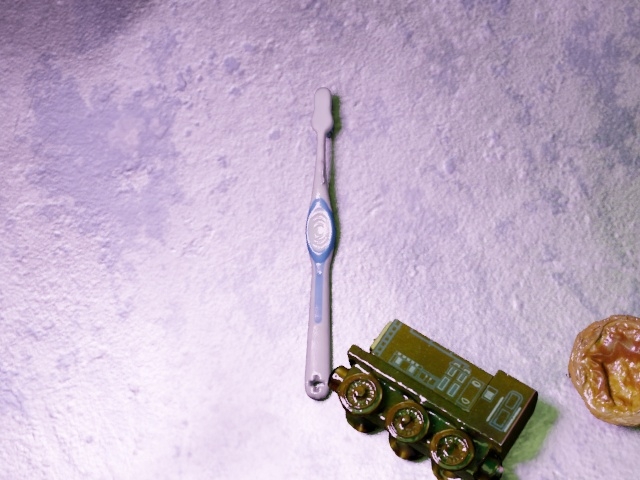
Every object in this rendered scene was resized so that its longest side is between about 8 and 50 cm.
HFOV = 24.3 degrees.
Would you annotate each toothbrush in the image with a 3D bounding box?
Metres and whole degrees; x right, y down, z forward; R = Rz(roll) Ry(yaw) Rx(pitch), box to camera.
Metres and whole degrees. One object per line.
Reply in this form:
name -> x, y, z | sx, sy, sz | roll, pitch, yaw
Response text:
toothbrush -> -0.001, -0.001, 1.778 | 0.040, 0.040, 0.386 | -2, 72, 10

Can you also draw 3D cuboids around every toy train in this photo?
toy train -> 0.123, 0.180, 1.674 | 0.225, 0.090, 0.137 | 30, 73, 18

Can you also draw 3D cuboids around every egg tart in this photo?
egg tart -> 0.337, 0.146, 1.662 | 0.130, 0.052, 0.130 | -2, 73, 8
